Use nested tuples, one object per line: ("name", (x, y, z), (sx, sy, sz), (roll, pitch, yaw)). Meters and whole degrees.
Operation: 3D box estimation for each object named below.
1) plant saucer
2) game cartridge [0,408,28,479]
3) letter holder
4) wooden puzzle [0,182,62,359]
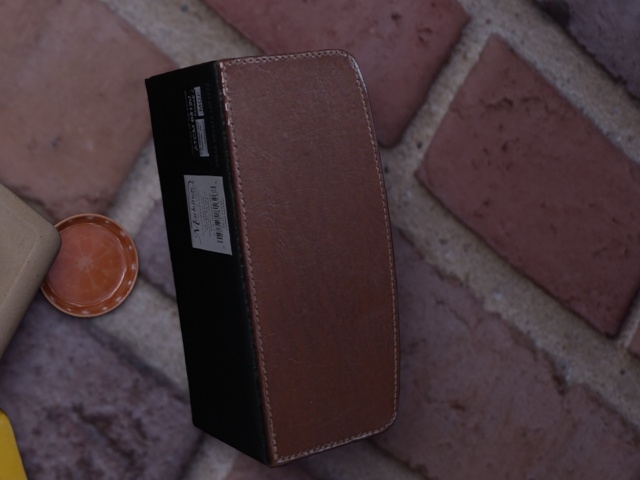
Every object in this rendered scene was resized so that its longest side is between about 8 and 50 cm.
("plant saucer", (-0.189, 0.020, 0.836), (0.083, 0.013, 0.084), (-2, 94, -28))
("game cartridge", (-0.356, 0.284, 0.751), (0.323, 0.052, 0.285), (-18, 101, -28))
("letter holder", (0.000, 0.000, 0.857), (0.214, 0.152, 0.302), (-10, 98, -28))
("wooden puzzle", (-0.338, 0.054, 0.622), (0.322, 0.080, 0.348), (-66, 148, -20))
